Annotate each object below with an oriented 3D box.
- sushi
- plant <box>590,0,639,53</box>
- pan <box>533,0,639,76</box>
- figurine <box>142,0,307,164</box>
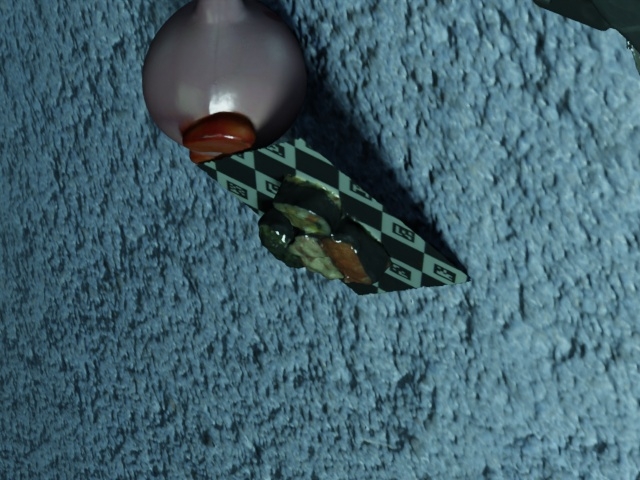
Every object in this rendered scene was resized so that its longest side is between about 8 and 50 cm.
[{"bbox_3d":[0.000,0.000,1.851,0.231,0.047,0.220,39,158,-21],"label":"sushi"},{"bbox_3d":[0.274,-0.187,1.268,0.142,0.164,0.256,11,129,57],"label":"plant"},{"bbox_3d":[0.254,-0.162,1.448,0.235,0.028,0.136,32,137,39],"label":"pan"},{"bbox_3d":[-0.095,-0.164,1.884,0.173,0.173,0.173,38,142,39],"label":"figurine"}]
